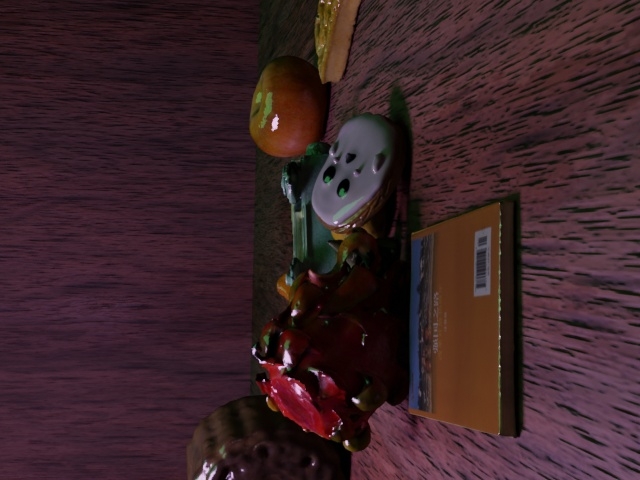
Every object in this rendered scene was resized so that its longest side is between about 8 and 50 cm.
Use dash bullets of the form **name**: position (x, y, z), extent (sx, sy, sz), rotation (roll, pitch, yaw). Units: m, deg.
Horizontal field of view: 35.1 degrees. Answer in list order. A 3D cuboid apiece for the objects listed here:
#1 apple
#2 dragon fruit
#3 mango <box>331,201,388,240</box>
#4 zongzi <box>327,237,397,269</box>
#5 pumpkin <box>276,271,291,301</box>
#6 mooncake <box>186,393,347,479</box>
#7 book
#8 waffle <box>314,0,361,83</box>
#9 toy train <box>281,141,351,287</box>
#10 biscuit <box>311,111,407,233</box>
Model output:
- **apple**: position (-0.068, -0.310, 2.359), extent (0.235, 0.173, 0.210), rotation (116, 160, -47)
- **dragon fruit**: position (0.033, 0.152, 1.541), extent (0.243, 0.227, 0.307), rotation (-41, -39, -55)
- **mango**: position (0.064, -0.050, 1.753), extent (0.195, 0.098, 0.137), rotation (-102, 12, -77)
- **zongzi**: position (0.064, 0.049, 1.653), extent (0.055, 0.119, 0.109), rotation (-124, 36, -66)
- **pumpkin**: position (-0.044, 0.260, 2.321), extent (0.258, 0.095, 0.290), rotation (-96, 3, -53)
- **mooncake**: position (-0.106, 0.476, 2.037), extent (0.187, 0.324, 0.324), rotation (-118, 31, -65)
- **book**: position (0.171, 0.101, 1.284), extent (0.374, 0.028, 0.262), rotation (152, 118, -79)
- **waffle**: position (0.034, -0.472, 2.092), extent (0.274, 0.057, 0.168), rotation (104, 164, -52)
- **toy train**: position (0.000, 0.000, 2.002), extent (0.237, 0.150, 0.369), rotation (94, 175, -73)
- **biscuit**: position (0.056, -0.113, 1.637), extent (0.181, 0.049, 0.208), rotation (24, 84, 56)
